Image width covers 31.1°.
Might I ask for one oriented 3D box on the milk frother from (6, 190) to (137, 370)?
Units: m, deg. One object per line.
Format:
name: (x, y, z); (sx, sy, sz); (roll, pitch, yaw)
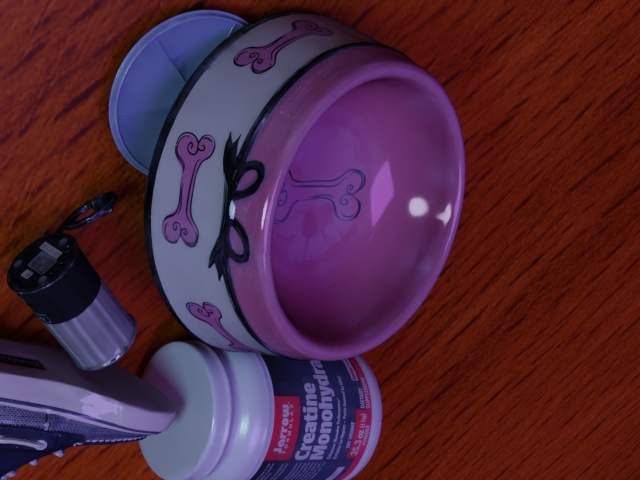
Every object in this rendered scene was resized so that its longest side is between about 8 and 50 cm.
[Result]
milk frother: (-0.248, 0.039, 1.246); (0.143, 0.129, 0.134); (-34, 131, -6)

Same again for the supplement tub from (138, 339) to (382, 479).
supplement tub: (-0.075, 0.218, 1.457); (0.272, 0.191, 0.191); (8, 113, -41)

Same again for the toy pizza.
toy pizza: (-0.142, -0.160, 1.262); (0.201, 0.032, 0.201); (-19, 128, -26)

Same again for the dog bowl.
dog bowl: (0.007, -0.045, 1.293); (0.408, 0.150, 0.407); (-21, 120, -42)

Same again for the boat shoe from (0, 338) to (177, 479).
boat shoe: (-0.326, 0.201, 1.245); (0.341, 0.127, 0.158); (21, 101, -40)
